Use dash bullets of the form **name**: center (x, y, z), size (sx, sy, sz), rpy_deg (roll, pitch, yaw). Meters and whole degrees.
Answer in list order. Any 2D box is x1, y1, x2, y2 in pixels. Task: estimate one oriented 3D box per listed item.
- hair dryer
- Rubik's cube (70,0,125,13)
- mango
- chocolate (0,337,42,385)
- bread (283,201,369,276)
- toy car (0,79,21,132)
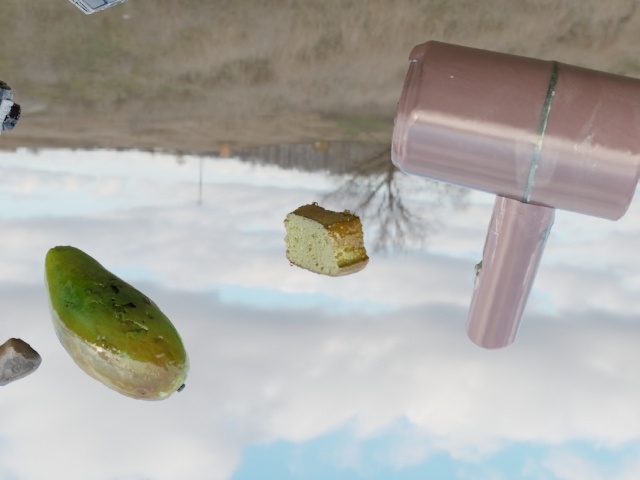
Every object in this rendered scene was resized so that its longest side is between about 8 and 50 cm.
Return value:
- **hair dryer**: center (0.169, -0.014, 0.821), size (0.210, 0.352, 0.125), rpy_deg (13, -138, 11)
- **Rubik's cube**: center (-0.220, -0.276, 0.823), size (0.111, 0.093, 0.111), rpy_deg (-18, -163, 6)
- **mango**: center (-0.246, 0.094, 0.970), size (0.111, 0.233, 0.125), rpy_deg (-41, 165, -16)
- **chocolate**: center (-0.454, 0.182, 1.213), size (0.100, 0.064, 0.031), rpy_deg (-27, -150, 25)
- **bread**: center (0.000, 0.000, 1.327), size (0.065, 0.103, 0.187), rpy_deg (-19, -158, -28)
- **toy car**: center (-0.440, -0.171, 0.990), size (0.170, 0.080, 0.070), rpy_deg (18, -166, -40)
